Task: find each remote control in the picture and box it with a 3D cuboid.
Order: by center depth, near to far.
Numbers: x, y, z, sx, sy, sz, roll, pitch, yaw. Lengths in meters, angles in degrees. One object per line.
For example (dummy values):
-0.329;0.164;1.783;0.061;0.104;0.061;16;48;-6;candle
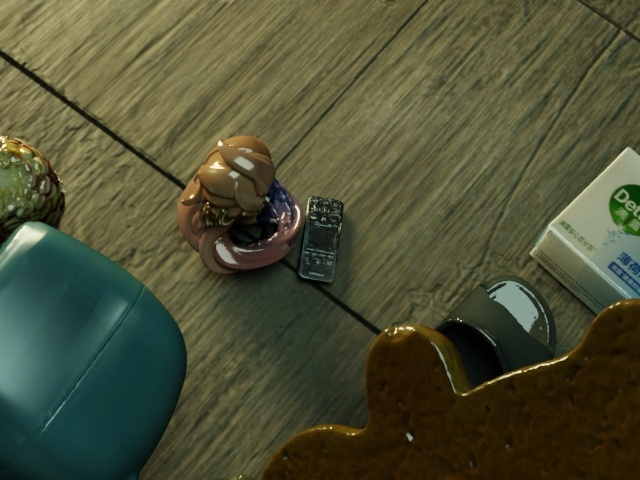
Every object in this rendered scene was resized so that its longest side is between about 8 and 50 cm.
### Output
0.000;0.000;1.331;0.039;0.014;0.096;11;62;-4;remote control

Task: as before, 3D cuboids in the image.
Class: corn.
-0.273;-0.041;1.160;0.098;0.290;0.098;1;85;-10;corn

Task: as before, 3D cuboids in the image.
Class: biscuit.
0.131;0.198;1.098;0.064;0.432;0.283;-4;76;-59;biscuit

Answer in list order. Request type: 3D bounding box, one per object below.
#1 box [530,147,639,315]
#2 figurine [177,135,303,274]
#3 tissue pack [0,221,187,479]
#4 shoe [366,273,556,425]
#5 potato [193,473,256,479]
0.333;0.023;1.341;0.194;0.073;0.139;43;66;12;box
-0.086;-0.039;1.270;0.114;0.157;0.126;-3;68;12;figurine
-0.231;0.120;1.086;0.206;0.287;0.198;40;61;-15;tissue pack
0.143;0.122;1.253;0.108;0.093;0.241;41;67;12;shoe
-0.093;0.265;1.052;0.269;0.255;0.112;28;62;5;potato
